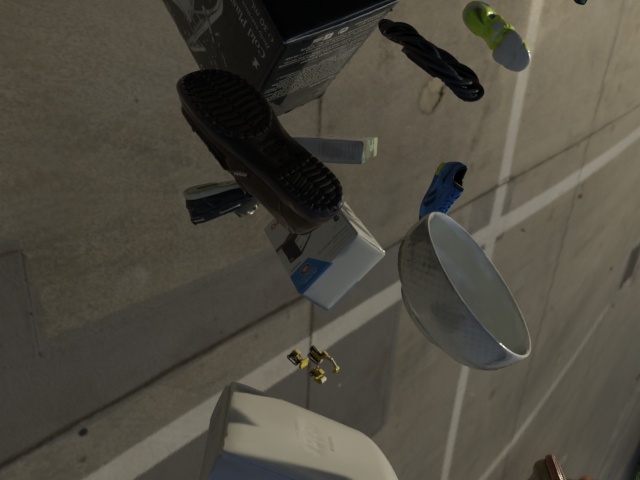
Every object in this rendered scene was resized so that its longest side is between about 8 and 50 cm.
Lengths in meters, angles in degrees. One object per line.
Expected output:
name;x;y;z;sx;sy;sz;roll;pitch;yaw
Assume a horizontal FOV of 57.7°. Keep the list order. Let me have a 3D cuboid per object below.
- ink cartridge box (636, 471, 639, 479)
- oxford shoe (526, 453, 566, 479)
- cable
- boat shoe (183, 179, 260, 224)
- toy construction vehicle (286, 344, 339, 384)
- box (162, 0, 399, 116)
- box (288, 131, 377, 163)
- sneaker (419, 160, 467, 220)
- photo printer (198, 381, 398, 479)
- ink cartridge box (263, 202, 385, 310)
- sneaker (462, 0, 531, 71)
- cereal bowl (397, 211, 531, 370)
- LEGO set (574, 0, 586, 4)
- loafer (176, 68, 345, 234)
ink cartridge box;0.539;0.473;0.794;0.122;0.211;0.289;-17;124;0
oxford shoe;0.445;0.555;1.187;0.123;0.130;0.348;-90;165;-51
cable;0.167;-0.268;0.849;0.047;0.184;0.150;-50;159;18
boat shoe;-0.163;-0.089;1.210;0.233;0.084;0.079;-13;108;-13
toy construction vehicle;-0.013;0.269;1.294;0.086;0.098;0.035;-12;138;-59
box;-0.136;-0.570;1.275;0.297;0.472;0.480;-29;90;-20
box;0.009;-0.228;1.410;0.322;0.232;0.058;-47;142;-73
sneaker;0.329;-0.114;1.544;0.069;0.082;0.209;26;84;-37
photo printer;-0.020;0.342;0.860;0.256;0.307;0.107;-121;-124;-81
ink cartridge box;0.000;0.000;1.588;0.223;0.307;0.129;-47;131;11
sneaker;0.491;-0.575;1.597;0.240;0.091;0.126;41;39;-17
cereal bowl;0.267;0.116;1.167;0.141;0.339;0.339;-38;154;26
LEGO set;0.597;-0.650;1.272;0.060;0.182;0.244;4;77;-15
loafer;-0.120;-0.139;0.970;0.134;0.366;0.130;-29;160;-35
